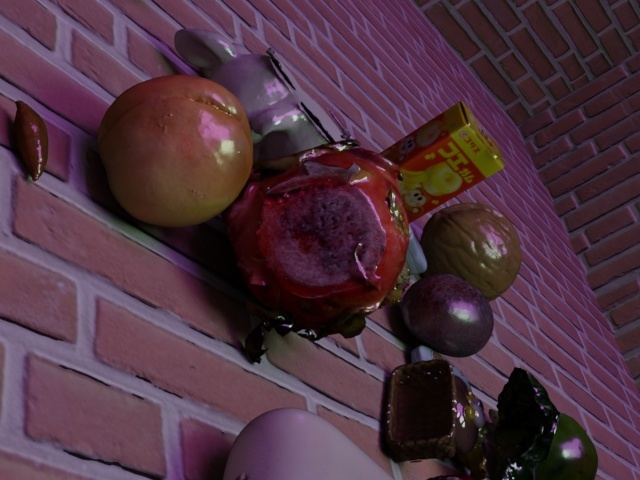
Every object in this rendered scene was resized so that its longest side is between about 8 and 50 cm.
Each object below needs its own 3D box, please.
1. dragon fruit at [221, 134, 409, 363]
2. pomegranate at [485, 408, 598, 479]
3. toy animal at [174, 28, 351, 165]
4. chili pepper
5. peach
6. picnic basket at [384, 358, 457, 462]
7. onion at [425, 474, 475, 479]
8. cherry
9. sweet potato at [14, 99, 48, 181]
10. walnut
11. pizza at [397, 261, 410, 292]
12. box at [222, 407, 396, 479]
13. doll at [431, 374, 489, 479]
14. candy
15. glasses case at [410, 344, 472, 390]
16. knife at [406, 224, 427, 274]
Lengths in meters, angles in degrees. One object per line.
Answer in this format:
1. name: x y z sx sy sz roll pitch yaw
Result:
1. dragon fruit: 0.000 0.000 1.112 0.291 0.250 0.269 149 -72 -87
2. pomegranate: 0.393 0.385 1.525 0.187 0.187 0.225 33 9 -46
3. toy animal: -0.083 -0.201 1.295 0.325 0.154 0.208 56 16 7
4. chili pepper: 0.313 0.339 1.320 0.264 0.116 0.148 -66 149 -20
5. peach: -0.165 -0.107 0.979 0.184 0.184 0.184 45 26 -29
6. picnic basket: 0.157 0.260 1.267 0.193 0.110 0.054 -73 150 -61
7. onion: 0.181 0.393 1.104 0.198 0.135 0.173 16 44 -56
8. cherry: 0.222 0.130 1.499 0.176 0.140 0.176 35 5 -3
9. sweet potato: -0.304 -0.104 0.874 0.034 0.034 0.095 12 60 -60
10. walnut: 0.312 0.023 1.752 0.228 0.228 0.228 45 26 -29
11. pizza: 0.095 -0.021 1.542 0.204 0.081 0.188 -105 177 -55
12. box: 0.031 0.353 0.842 0.349 0.141 0.288 46 25 -25
13. doll: 0.238 0.305 1.392 0.188 0.096 0.145 52 29 -40
14. candy: 0.203 -0.137 1.634 0.146 0.276 0.088 41 29 -33
15. glasses case: 0.218 0.244 1.481 0.178 0.045 0.067 37 29 -40
16. knife: 0.150 -0.028 1.560 0.331 0.044 0.080 61 17 -55
